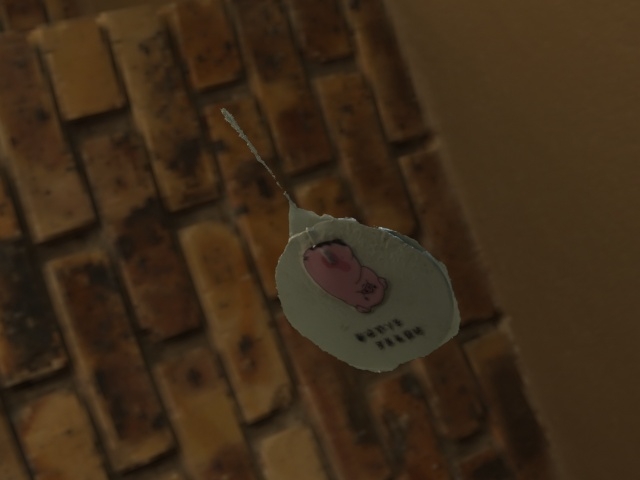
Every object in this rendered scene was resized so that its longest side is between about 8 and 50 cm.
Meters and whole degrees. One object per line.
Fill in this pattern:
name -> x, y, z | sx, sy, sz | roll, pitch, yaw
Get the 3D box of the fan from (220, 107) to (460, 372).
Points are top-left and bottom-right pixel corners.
fan -> 0.000, 0.001, 1.475 | 0.182, 0.010, 0.310 | -26, -68, 33
